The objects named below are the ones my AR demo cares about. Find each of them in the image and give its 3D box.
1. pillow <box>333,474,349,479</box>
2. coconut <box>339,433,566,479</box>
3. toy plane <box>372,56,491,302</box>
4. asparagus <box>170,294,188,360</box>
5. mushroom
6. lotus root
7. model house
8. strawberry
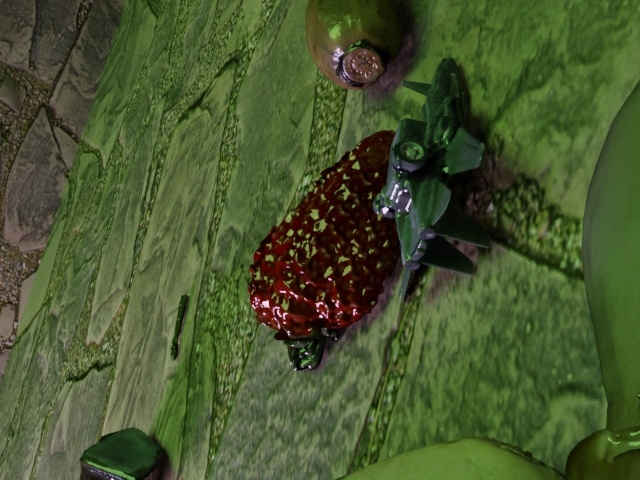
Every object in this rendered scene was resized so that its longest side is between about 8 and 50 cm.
[{"bbox_3d":[-0.011,0.350,0.611,0.185,0.075,0.302,-45,35,33],"label":"pillow"},{"bbox_3d":[0.072,0.235,0.408,0.259,0.259,0.259,-41,37,41],"label":"coconut"},{"bbox_3d":[0.101,-0.091,0.727,0.212,0.088,0.267,109,167,-52],"label":"toy plane"},{"bbox_3d":[-0.223,0.137,1.215,0.015,0.014,0.114,124,155,-57],"label":"asparagus"},{"bbox_3d":[0.203,0.004,0.406,0.128,0.128,0.350,-35,24,46],"label":"mushroom"},{"bbox_3d":[0.037,-0.272,0.954,0.125,0.118,0.221,-34,42,21],"label":"lotus root"},{"bbox_3d":[-0.285,0.359,1.090,0.165,0.106,0.152,-20,-57,-79],"label":"model house"},{"bbox_3d":[0.000,0.000,0.822,0.286,0.106,0.188,-63,29,6],"label":"strawberry"}]
